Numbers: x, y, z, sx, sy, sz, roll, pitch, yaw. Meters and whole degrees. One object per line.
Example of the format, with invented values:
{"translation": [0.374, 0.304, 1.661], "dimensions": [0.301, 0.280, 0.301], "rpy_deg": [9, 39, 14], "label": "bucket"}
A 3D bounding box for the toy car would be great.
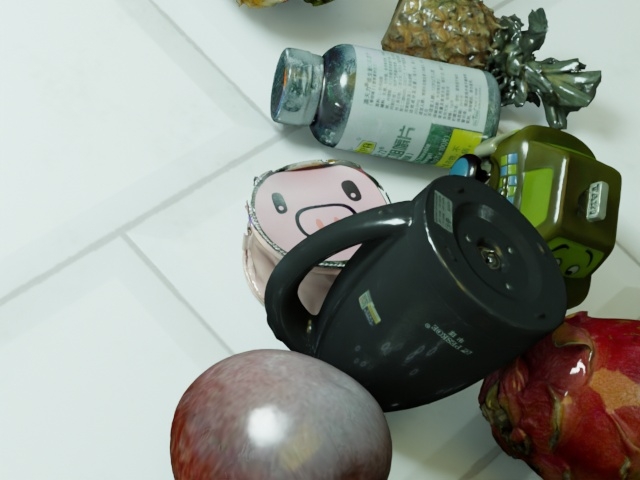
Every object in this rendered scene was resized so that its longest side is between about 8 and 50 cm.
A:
{"translation": [0.285, -0.027, 1.661], "dimensions": [0.204, 0.198, 0.247], "rpy_deg": [19, 73, -27], "label": "toy car"}

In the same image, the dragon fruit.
{"translation": [0.345, 0.197, 1.544], "dimensions": [0.315, 0.250, 0.250], "rpy_deg": [22, 52, 6], "label": "dragon fruit"}

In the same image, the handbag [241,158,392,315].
{"translation": [0.001, -0.001, 1.631], "dimensions": [0.205, 0.116, 0.179], "rpy_deg": [-11, 60, -25], "label": "handbag"}

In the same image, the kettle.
{"translation": [0.083, 0.071, 1.495], "dimensions": [0.268, 0.290, 0.207], "rpy_deg": [35, 38, -18], "label": "kettle"}

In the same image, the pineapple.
{"translation": [0.249, -0.269, 1.888], "dimensions": [0.310, 0.141, 0.170], "rpy_deg": [24, 89, -7], "label": "pineapple"}

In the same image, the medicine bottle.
{"translation": [0.084, -0.183, 1.772], "dimensions": [0.293, 0.141, 0.141], "rpy_deg": [10, 54, -13], "label": "medicine bottle"}

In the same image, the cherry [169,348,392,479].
{"translation": [-0.052, 0.213, 1.407], "dimensions": [0.239, 0.206, 0.239], "rpy_deg": [5, 64, -10], "label": "cherry"}

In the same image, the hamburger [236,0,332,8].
{"translation": [-0.035, -0.480, 1.827], "dimensions": [0.250, 0.330, 0.330], "rpy_deg": [-12, 61, -31], "label": "hamburger"}
